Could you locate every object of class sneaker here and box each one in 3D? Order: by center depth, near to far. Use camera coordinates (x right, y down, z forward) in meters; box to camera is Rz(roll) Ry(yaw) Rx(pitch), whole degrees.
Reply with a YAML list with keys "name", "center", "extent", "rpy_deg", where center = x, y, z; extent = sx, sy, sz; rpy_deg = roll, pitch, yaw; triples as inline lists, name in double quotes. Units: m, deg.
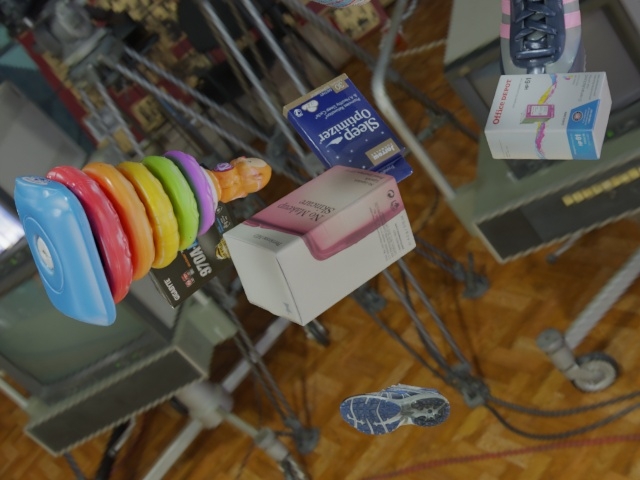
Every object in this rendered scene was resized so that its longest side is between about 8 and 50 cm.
- name: "sneaker"
  center: [0.261, -0.303, 1.157]
  extent: [0.112, 0.131, 0.319]
  rpy_deg: [-7, 67, 28]
- name: "sneaker"
  center: [0.092, 0.207, 1.173]
  extent: [0.135, 0.052, 0.058]
  rpy_deg: [0, 16, 2]

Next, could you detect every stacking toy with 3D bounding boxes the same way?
- name: "stacking toy"
  center: [-0.182, -0.040, 1.090]
  extent: [0.302, 0.165, 0.175]
  rpy_deg: [-25, 23, -30]

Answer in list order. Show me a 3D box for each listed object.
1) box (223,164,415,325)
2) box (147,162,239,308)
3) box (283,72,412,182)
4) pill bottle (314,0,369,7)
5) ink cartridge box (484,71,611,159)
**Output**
- name: "box"
  center: [0.000, 0.000, 1.396]
  extent: [0.232, 0.126, 0.149]
  rpy_deg: [-33, 29, -27]
- name: "box"
  center: [-0.225, -0.005, 1.594]
  extent: [0.175, 0.220, 0.051]
  rpy_deg: [-39, 58, -16]
- name: "box"
  center: [0.052, -0.181, 1.671]
  extent: [0.136, 0.225, 0.036]
  rpy_deg: [-32, -17, -17]
- name: "pill bottle"
  center: [0.011, -0.353, 1.229]
  extent: [0.087, 0.087, 0.160]
  rpy_deg: [-24, -10, 30]
- name: "ink cartridge box"
  center: [0.255, -0.140, 1.056]
  extent: [0.122, 0.052, 0.088]
  rpy_deg: [2, 56, 29]
